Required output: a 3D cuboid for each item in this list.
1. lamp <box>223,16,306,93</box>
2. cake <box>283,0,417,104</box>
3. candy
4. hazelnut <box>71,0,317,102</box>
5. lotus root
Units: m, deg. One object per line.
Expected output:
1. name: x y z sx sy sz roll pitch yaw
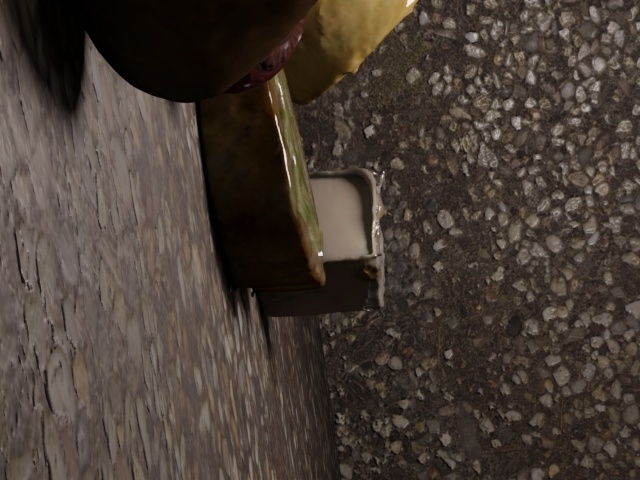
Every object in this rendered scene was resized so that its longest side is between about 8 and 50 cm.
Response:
1. lamp: -0.089 -0.219 1.314 0.156 0.135 0.157 11 97 -57
2. cake: -0.035 -0.405 1.986 0.321 0.332 0.332 43 12 -12
3. candy: 0.000 0.000 1.929 0.137 0.195 0.185 76 10 -54
4. hazelnut: -0.085 -0.199 0.860 0.186 0.210 0.210 -37 125 -52
5. lotus root: -0.073 -0.112 1.653 0.390 0.111 0.375 -69 147 -82
